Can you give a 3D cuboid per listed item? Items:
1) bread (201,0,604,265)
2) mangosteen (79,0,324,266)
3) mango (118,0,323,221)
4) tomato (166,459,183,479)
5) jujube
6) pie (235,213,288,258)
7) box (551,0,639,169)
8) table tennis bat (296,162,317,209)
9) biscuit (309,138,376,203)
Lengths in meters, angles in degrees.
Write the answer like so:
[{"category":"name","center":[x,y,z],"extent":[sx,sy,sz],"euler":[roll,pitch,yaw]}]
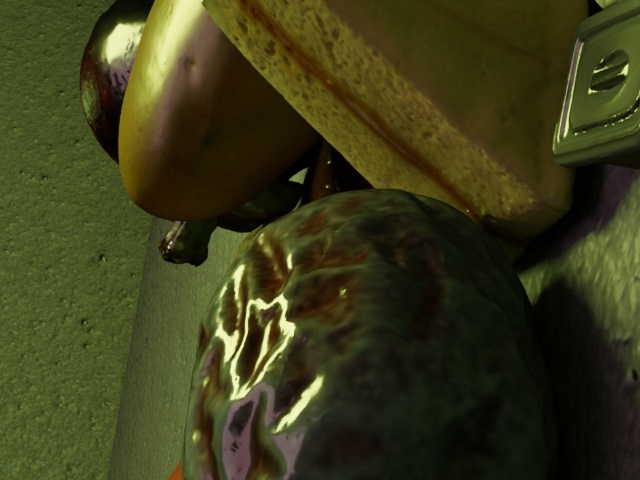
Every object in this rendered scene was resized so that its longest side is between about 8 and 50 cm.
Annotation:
[{"category":"bread","center":[0.037,-0.096,0.899],"extent":[0.167,0.264,0.163],"euler":[120,162,-67]},{"category":"mangosteen","center":[-0.122,-0.167,1.534],"extent":[0.330,0.330,0.330],"euler":[-166,90,-77]},{"category":"mango","center":[-0.039,-0.213,1.250],"extent":[0.445,0.232,0.300],"euler":[-58,21,5]},{"category":"tomato","center":[-0.035,0.226,1.027],"extent":[0.232,0.189,0.232],"euler":[-164,90,-76]},{"category":"jujube","center":[0.024,0.102,0.836],"extent":[0.308,0.215,0.246],"euler":[-103,33,-62]},{"category":"pie","center":[-0.049,0.041,1.353],"extent":[0.282,0.068,0.128],"euler":[154,114,-75]},{"category":"box","center":[0.179,-0.081,0.710],"extent":[0.122,0.062,0.089],"euler":[170,113,-75]},{"category":"table tennis bat","center":[-0.017,-0.057,1.640],"extent":[0.087,0.013,0.156],"euler":[-95,23,-53]},{"category":"biscuit","center":[0.033,-0.025,1.308],"extent":[0.273,0.049,0.257],"euler":[-158,79,-79]}]
